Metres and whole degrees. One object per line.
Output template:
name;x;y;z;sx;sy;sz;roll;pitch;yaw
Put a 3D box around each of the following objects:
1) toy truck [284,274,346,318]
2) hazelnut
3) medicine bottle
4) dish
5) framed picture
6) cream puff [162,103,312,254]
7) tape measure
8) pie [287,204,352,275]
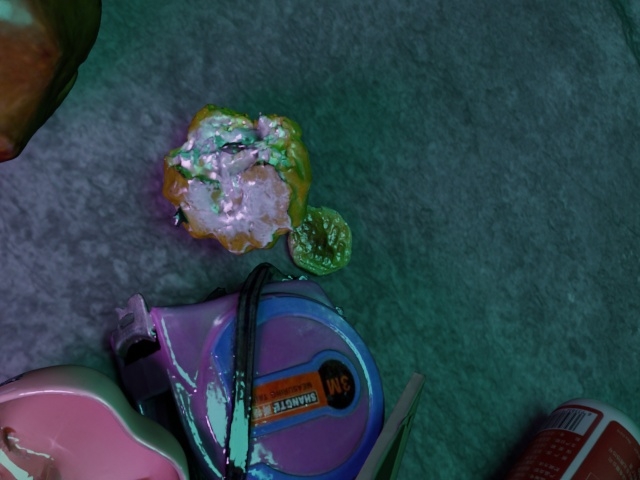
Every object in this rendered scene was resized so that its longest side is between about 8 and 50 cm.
toy truck;-0.016;0.069;1.251;0.083;0.039;0.044;43;74;-18
hazelnut;-0.305;-0.186;1.002;0.218;0.218;0.234;42;58;-21
medicine bottle;0.269;0.300;1.340;0.250;0.131;0.131;-44;105;-34
dish;-0.214;0.187;1.021;0.213;0.213;0.090;45;24;-18
framed picture;0.033;0.277;1.104;0.019;0.209;0.281;21;32;13
cream puff;-0.077;-0.067;1.186;0.156;0.156;0.121;-56;142;-32
tape measure;-0.063;0.147;1.135;0.231;0.149;0.245;-10;78;-40
pie;0.000;0.000;1.290;0.084;0.020;0.084;10;73;-33
